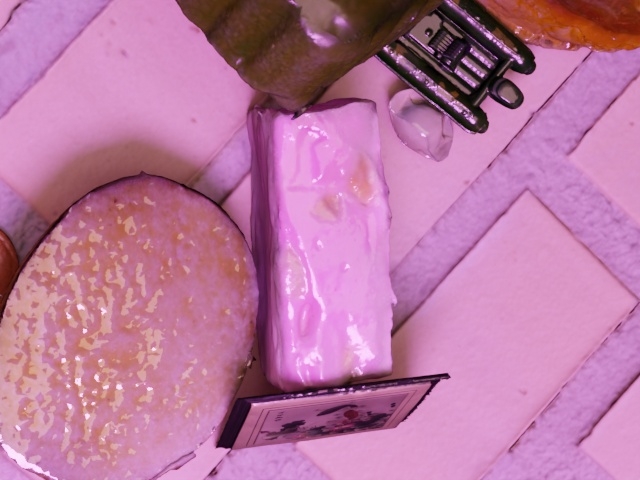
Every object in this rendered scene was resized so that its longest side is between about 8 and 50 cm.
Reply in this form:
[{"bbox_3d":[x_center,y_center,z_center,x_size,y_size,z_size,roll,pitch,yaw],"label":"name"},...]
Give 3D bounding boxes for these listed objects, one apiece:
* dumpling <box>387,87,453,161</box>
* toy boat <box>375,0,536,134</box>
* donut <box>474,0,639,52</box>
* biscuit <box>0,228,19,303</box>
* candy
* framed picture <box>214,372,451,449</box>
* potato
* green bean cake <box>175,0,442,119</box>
[{"bbox_3d":[0.102,-0.116,1.651,0.077,0.043,0.059,37,71,2],"label":"dumpling"},{"bbox_3d":[0.110,-0.195,1.631,0.210,0.052,0.104,40,90,-6],"label":"toy boat"},{"bbox_3d":[0.265,-0.335,1.596,0.330,0.160,0.330,-2,98,-12],"label":"donut"},{"bbox_3d":[-0.345,0.017,1.580,0.130,0.019,0.102,26,90,-13],"label":"biscuit"},{"bbox_3d":[0.000,0.000,1.583,0.116,0.155,0.265,-3,97,-8],"label":"candy"},{"bbox_3d":[0.005,0.164,1.593,0.199,0.195,0.010,-6,71,-12],"label":"framed picture"},{"bbox_3d":[-0.186,0.089,1.577,0.239,0.116,0.299,25,82,-15],"label":"potato"},{"bbox_3d":[-0.010,-0.272,1.478,0.247,0.156,0.250,51,49,1],"label":"green bean cake"}]
